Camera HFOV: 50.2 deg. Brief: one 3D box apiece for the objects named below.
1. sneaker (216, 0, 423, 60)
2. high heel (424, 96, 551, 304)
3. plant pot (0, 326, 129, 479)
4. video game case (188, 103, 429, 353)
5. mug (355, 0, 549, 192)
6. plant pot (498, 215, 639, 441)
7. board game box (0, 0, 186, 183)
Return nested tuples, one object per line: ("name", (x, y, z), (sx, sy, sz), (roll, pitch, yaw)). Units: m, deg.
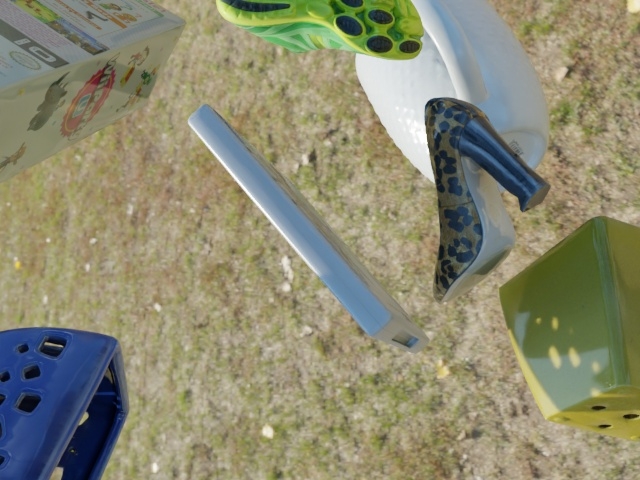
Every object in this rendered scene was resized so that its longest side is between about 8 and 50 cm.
("sneaker", (0.004, -0.324, 0.974), (0.123, 0.296, 0.109), (-80, 3, -87))
("high heel", (0.164, -0.047, 0.874), (0.186, 0.093, 0.261), (52, 142, 25))
("plant pot", (-0.387, 0.239, 0.855), (0.235, 0.212, 0.235), (104, -176, -51))
("video game case", (0.000, 0.000, 0.851), (0.036, 0.300, 0.329), (-43, 70, 3))
("mug", (0.226, -0.269, 1.163), (0.276, 0.374, 0.327), (-27, 55, 8))
("plant pot", (0.363, 0.125, 0.827), (0.212, 0.212, 0.187), (126, 156, -55))
("board game box", (-0.258, -0.147, 0.455), (0.097, 0.224, 0.303), (-55, 3, 30))
